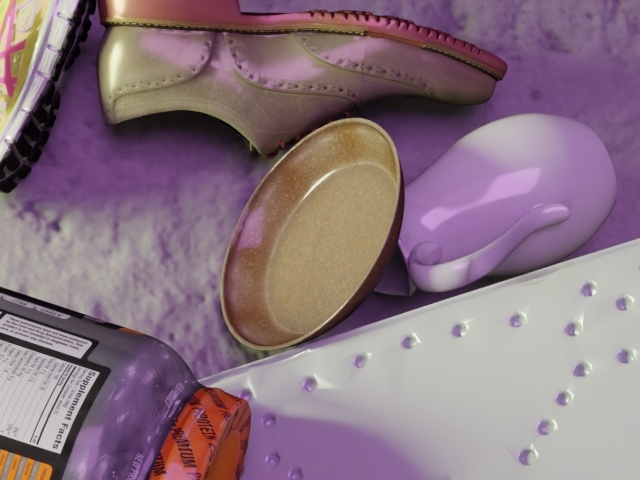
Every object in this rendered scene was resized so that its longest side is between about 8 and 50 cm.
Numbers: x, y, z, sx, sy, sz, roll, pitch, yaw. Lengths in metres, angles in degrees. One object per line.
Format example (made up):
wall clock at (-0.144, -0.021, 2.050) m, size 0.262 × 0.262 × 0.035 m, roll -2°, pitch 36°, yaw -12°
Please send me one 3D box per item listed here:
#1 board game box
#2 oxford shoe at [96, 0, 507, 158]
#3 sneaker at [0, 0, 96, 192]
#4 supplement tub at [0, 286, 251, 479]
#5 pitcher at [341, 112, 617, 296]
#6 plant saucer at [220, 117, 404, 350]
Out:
board game box at (0.093, 0.229, 0.902) m, size 0.390 × 0.050 × 0.390 m, roll -19°, pitch 59°, yaw 18°
oxford shoe at (-0.017, -0.132, 1.154) m, size 0.348 × 0.123 × 0.130 m, roll 6°, pitch 93°, yaw -8°
sneaker at (-0.258, -0.129, 1.103) m, size 0.094 × 0.081 × 0.208 m, roll 20°, pitch 79°, yaw 1°
supplement tub at (-0.219, 0.131, 0.925) m, size 0.316 × 0.193 × 0.193 m, roll 18°, pitch 65°, yaw 9°
pitcher at (0.139, -0.019, 1.083) m, size 0.207 × 0.178 × 0.125 m, roll -21°, pitch 112°, yaw -15°
plant saucer at (0.000, 0.000, 1.062) m, size 0.036 × 0.199 × 0.198 m, roll 32°, pitch 61°, yaw -33°
